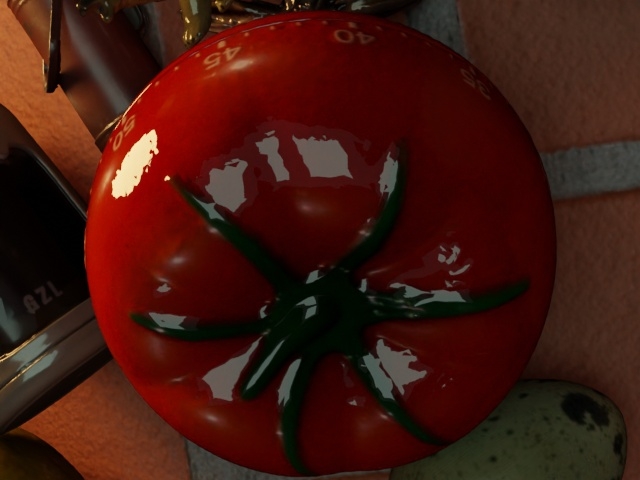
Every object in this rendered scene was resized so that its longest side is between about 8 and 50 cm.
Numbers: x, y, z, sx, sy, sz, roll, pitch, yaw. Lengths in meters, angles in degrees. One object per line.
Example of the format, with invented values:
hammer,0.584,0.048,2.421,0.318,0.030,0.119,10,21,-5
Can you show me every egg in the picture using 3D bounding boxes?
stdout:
egg,0.167,0.211,1.079,0.228,0.177,0.177,-33,90,2

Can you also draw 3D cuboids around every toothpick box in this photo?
toothpick box,-0.322,0.006,1.154,0.229,0.229,0.316,-40,86,15

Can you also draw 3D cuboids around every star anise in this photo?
star anise,-0.017,-0.197,1.110,0.229,0.093,0.236,11,104,6

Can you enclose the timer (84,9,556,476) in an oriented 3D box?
timer,0.000,0.000,1.002,0.378,0.279,0.378,0,121,-1

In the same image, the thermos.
thermos,-0.221,-0.198,1.153,0.124,0.099,0.232,-31,88,-22

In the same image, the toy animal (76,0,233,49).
toy animal,-0.097,-0.245,1.008,0.101,0.103,0.218,38,93,-11

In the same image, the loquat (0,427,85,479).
loquat,-0.306,0.288,1.191,0.213,0.213,0.246,-33,129,15
